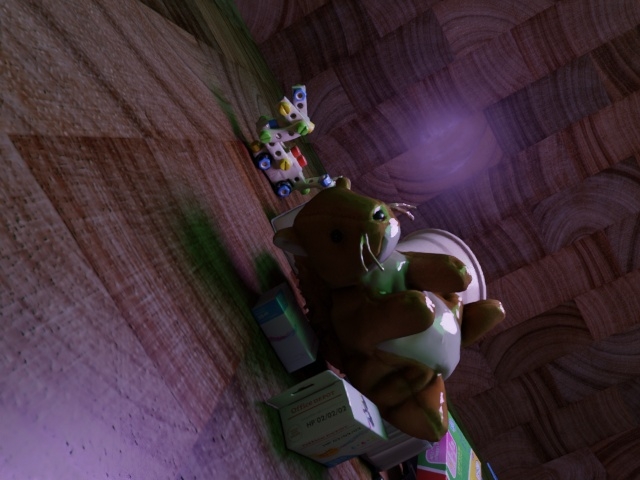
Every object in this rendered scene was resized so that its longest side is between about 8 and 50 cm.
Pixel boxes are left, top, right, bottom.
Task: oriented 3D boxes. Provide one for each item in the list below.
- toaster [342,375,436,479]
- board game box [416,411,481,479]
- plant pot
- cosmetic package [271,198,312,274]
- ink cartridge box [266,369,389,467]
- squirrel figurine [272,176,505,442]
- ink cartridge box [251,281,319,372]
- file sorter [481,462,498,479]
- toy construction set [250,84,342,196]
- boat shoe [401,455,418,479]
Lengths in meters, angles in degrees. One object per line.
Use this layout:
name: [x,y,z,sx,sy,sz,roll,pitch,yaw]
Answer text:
toaster: [0.139,0.347,0.968,0.129,0.146,0.227,54,12,-35]
board game box: [0.270,0.557,1.000,0.242,0.064,0.316,56,32,-31]
plant pot: [0.196,0.141,1.250,0.305,0.334,0.334,-4,61,-41]
cosmetic package: [0.000,0.000,1.256,0.153,0.129,0.296,64,10,8]
ink cartridge box: [0.014,0.257,0.685,0.181,0.104,0.062,51,14,-47]
squirrel figurine: [0.060,0.085,0.854,0.370,0.281,0.397,52,-27,-17]
ink cartridge box: [-0.055,0.142,0.799,0.122,0.052,0.088,59,10,-7]
file sorter: [0.466,0.770,1.454,0.118,0.170,0.104,58,6,-21]
toy construction set: [-0.062,-0.231,1.317,0.328,0.215,0.151,58,11,-21]
boat shoe: [0.198,0.537,1.077,0.206,0.065,0.075,-97,-158,-46]
